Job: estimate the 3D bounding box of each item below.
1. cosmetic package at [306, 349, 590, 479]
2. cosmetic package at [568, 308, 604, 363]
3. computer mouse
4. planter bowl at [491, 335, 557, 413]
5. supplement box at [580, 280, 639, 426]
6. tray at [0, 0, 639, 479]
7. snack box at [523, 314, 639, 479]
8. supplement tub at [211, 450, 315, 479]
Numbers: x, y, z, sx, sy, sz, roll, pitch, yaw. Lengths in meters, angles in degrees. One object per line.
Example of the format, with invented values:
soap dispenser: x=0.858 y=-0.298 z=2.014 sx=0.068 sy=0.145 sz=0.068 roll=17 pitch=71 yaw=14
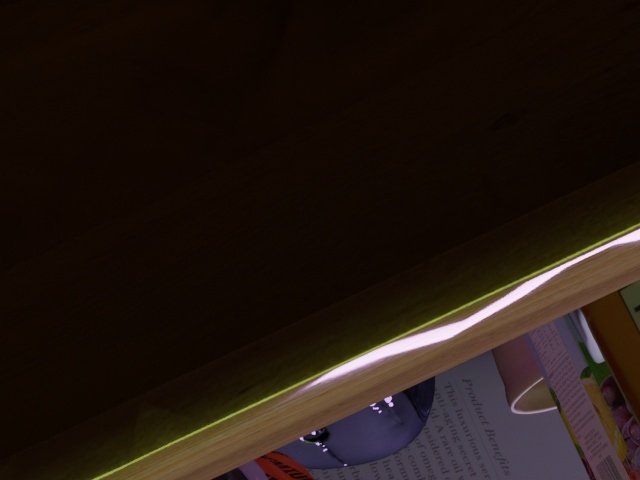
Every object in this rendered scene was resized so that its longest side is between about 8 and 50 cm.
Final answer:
cosmetic package: x=0.013 y=0.234 z=1.426 sx=0.453 sy=0.230 sz=0.161 roll=-11 pitch=160 yaw=-36
cosmetic package: x=0.150 y=-0.094 z=0.703 sx=0.217 sy=0.156 sz=0.385 roll=-27 pitch=163 yaw=5
computer mouse: x=-0.008 y=0.104 z=1.207 sx=0.188 sy=0.072 sz=0.272 roll=-13 pitch=170 yaw=18
planter bowl: x=0.163 y=0.020 z=1.166 sx=0.162 sy=0.109 sz=0.162 roll=-23 pitch=164 yaw=-7
supplement box: x=0.202 y=-0.008 z=0.642 sx=0.233 sy=0.080 sz=0.078 roll=-34 pitch=160 yaw=32
tray: x=0.003 y=-0.070 z=0.485 sx=0.411 sy=0.203 sz=0.076 roll=-25 pitch=165 yaw=3
snack box: x=0.179 y=0.006 z=0.966 sx=0.174 sy=0.207 sz=0.070 roll=-20 pitch=164 yaw=-15
supplement tub: x=-0.167 y=0.167 z=0.872 sx=0.338 sy=0.207 sz=0.207 roll=6 pitch=149 yaw=-34
